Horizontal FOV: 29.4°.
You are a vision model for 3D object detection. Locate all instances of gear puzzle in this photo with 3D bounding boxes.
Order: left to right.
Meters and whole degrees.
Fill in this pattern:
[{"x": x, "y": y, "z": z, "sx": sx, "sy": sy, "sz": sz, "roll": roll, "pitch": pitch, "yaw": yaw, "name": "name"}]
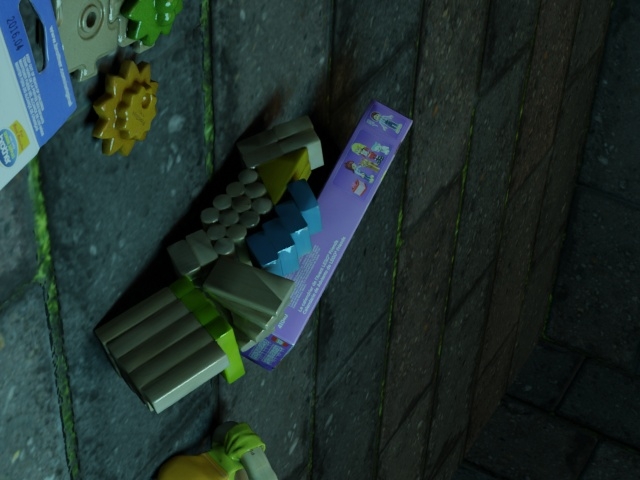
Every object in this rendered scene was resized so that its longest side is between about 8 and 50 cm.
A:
[{"x": -0.151, "y": -0.212, "z": 0.967, "sx": 0.175, "sy": 0.044, "sz": 0.339, "roll": -41, "pitch": 145, "yaw": -50, "name": "gear puzzle"}]

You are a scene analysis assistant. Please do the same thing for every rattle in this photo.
[{"x": -0.131, "y": 0.311, "z": 1.478, "sx": 0.143, "sy": 0.130, "sz": 0.200, "roll": -41, "pitch": 174, "yaw": -31, "name": "rattle"}]

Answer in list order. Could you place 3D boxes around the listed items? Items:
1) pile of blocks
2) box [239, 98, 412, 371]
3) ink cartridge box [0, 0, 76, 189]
[{"x": -0.077, "y": 0.039, "z": 1.238, "sx": 0.362, "sy": 0.149, "sz": 0.113, "roll": -57, "pitch": 156, "yaw": -28, "name": "pile of blocks"}, {"x": 0.000, "y": 0.000, "z": 1.408, "sx": 0.293, "sy": 0.057, "sz": 0.201, "roll": -62, "pitch": -179, "yaw": -16, "name": "box"}, {"x": -0.284, "y": -0.063, "z": 0.770, "sx": 0.311, "sy": 0.065, "sz": 0.186, "roll": -51, "pitch": 152, "yaw": -32, "name": "ink cartridge box"}]
